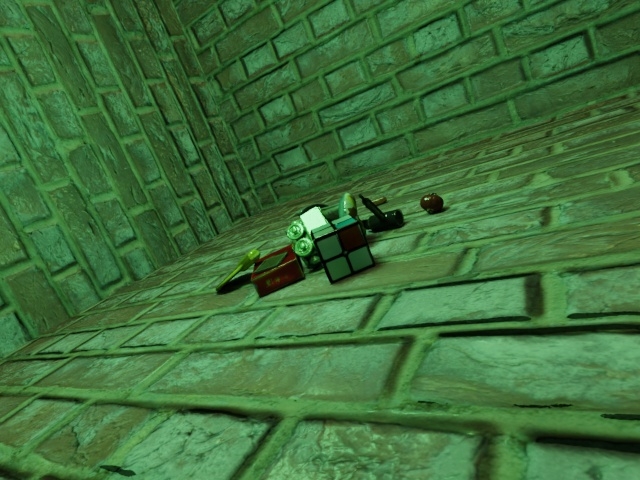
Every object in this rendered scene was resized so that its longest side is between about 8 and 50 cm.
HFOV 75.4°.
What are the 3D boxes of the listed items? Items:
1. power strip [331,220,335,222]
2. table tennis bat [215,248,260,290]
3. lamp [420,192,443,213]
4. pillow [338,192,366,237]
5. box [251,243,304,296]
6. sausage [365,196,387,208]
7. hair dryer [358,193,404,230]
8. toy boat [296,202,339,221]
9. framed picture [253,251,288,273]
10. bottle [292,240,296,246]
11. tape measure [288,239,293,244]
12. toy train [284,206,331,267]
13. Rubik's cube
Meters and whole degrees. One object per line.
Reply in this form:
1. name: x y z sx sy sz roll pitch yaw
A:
1. power strip: 0.019 -0.065 2.287 0.306 0.044 0.064 -15 14 33
2. table tennis bat: -0.375 0.130 1.907 0.224 0.054 0.369 -46 6 -40
3. lamp: 0.485 -0.163 1.802 0.101 0.090 0.101 7 -4 0
4. pillow: 0.135 -0.090 1.759 0.086 0.233 0.214 -15 23 16
5. box: -0.181 0.118 1.760 0.198 0.089 0.313 -25 13 0
6. sausage: 0.324 -0.221 2.411 0.131 0.041 0.039 -17 -8 20
7. hair dryer: 0.220 -0.128 1.811 0.196 0.248 0.077 -12 51 39
8. toy boat: 0.054 -0.143 2.171 0.294 0.111 0.276 0 -1 31
9. framed picture: -0.200 0.090 1.686 0.109 0.011 0.149 -20 13 19
10. bottle: 0.000 0.000 1.871 0.253 0.120 0.120 -2 23 42
11. tape measure: -0.058 -0.026 2.112 0.178 0.105 0.196 -7 18 47
12. toy train: -0.028 -0.010 1.733 0.188 0.132 0.243 -31 53 5
13. Rubik's cube: 0.075 0.025 1.509 0.180 0.183 0.167 -20 14 -1
